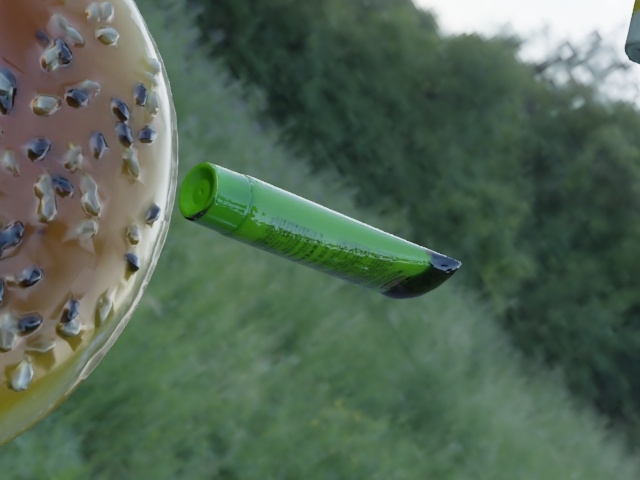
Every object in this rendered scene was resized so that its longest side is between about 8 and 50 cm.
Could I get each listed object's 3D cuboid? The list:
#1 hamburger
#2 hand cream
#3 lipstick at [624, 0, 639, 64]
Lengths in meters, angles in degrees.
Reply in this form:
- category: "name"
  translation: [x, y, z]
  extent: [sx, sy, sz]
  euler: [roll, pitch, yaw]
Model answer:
- category: "hamburger"
  translation: [-0.207, -0.039, 0.642]
  extent: [0.300, 0.300, 0.176]
  euler: [59, -17, 12]
- category: "hand cream"
  translation: [0.000, 0.000, 0.580]
  extent: [0.122, 0.036, 0.023]
  euler: [22, 51, -40]
- category: "lipstick"
  translation: [0.270, -0.249, 1.088]
  extent: [0.059, 0.264, 0.059]
  euler: [15, -11, 3]
